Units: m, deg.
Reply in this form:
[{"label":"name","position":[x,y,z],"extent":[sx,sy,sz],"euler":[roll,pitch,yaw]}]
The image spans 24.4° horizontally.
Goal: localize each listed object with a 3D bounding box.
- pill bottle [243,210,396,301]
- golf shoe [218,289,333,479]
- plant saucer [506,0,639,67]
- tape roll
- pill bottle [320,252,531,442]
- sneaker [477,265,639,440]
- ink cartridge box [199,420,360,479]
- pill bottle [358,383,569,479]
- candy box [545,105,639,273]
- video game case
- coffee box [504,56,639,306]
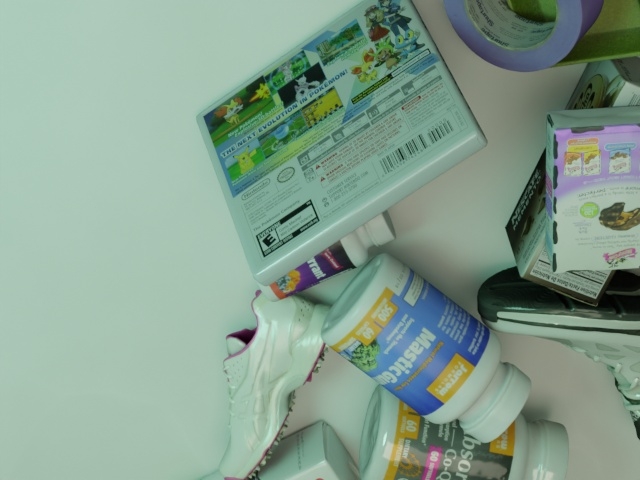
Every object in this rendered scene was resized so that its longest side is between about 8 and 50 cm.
[{"label":"pill bottle","position":[0.000,0.000,2.015],"extent":[0.193,0.108,0.108],"euler":[-24,113,9]},{"label":"golf shoe","position":[-0.091,0.203,2.116],"extent":[0.140,0.115,0.306],"euler":[26,104,-4]},{"label":"plant saucer","position":[0.328,-0.319,1.875],"extent":[0.188,0.045,0.188],"euler":[-4,121,38]},{"label":"tape roll","position":[0.253,-0.311,1.845],"extent":[0.189,0.080,0.189],"euler":[20,132,24]},{"label":"pill bottle","position":[0.148,0.153,2.006],"extent":[0.272,0.152,0.152],"euler":[37,109,-8]},{"label":"sneaker","position":[0.428,0.181,2.077],"extent":[0.448,0.169,0.257],"euler":[5,113,-6]},{"label":"ink cartridge box","position":[-0.063,0.423,2.204],"extent":[0.273,0.115,0.198],"euler":[-27,113,11]},{"label":"pill bottle","position":[0.205,0.302,2.131],"extent":[0.278,0.162,0.162],"euler":[11,114,-7]},{"label":"candy box","position":[0.364,-0.063,1.833],"extent":[0.165,0.070,0.196],"euler":[-3,114,0]},{"label":"video game case","position":[0.016,-0.139,1.860],"extent":[0.329,0.300,0.036],"euler":[-33,140,13]},{"label":"coffee box","position":[0.366,-0.088,1.953],"extent":[0.119,0.168,0.297],"euler":[20,113,-10]}]
